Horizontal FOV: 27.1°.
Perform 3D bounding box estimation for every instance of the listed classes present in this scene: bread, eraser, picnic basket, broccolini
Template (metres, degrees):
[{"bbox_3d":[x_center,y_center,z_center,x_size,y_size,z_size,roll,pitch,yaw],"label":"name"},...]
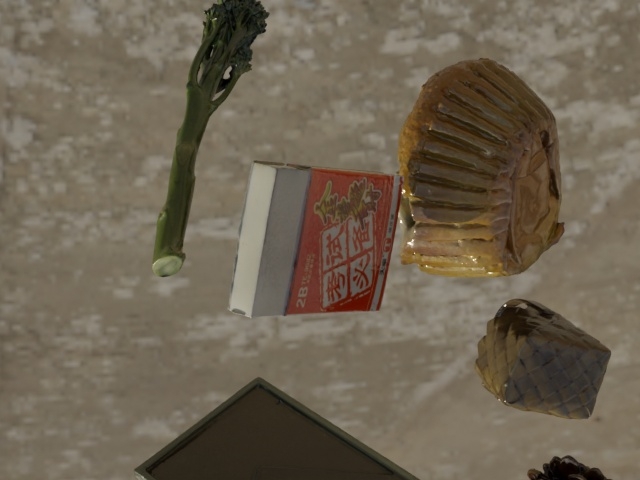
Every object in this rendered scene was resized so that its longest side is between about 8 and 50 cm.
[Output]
[{"bbox_3d":[0.195,-0.082,1.598,0.149,0.274,0.274,16,168,33],"label":"bread"},{"bbox_3d":[0.000,0.000,1.406,0.038,0.157,0.230,15,-172,36],"label":"eraser"},{"bbox_3d":[0.250,0.138,1.593,0.137,0.128,0.178,14,-176,-20],"label":"picnic basket"},{"bbox_3d":[-0.120,-0.130,1.516,0.074,0.392,0.079,-22,138,39],"label":"broccolini"}]

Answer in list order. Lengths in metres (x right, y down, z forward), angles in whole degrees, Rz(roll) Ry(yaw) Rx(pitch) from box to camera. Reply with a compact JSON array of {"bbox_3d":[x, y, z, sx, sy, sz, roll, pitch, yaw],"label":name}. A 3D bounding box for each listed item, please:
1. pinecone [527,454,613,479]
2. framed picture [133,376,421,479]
[{"bbox_3d":[0.345,0.421,1.895,0.185,0.212,0.168,34,174,-3],"label":"pinecone"},{"bbox_3d":[-0.044,0.311,1.690,0.240,0.324,0.020,-35,140,-37],"label":"framed picture"}]
